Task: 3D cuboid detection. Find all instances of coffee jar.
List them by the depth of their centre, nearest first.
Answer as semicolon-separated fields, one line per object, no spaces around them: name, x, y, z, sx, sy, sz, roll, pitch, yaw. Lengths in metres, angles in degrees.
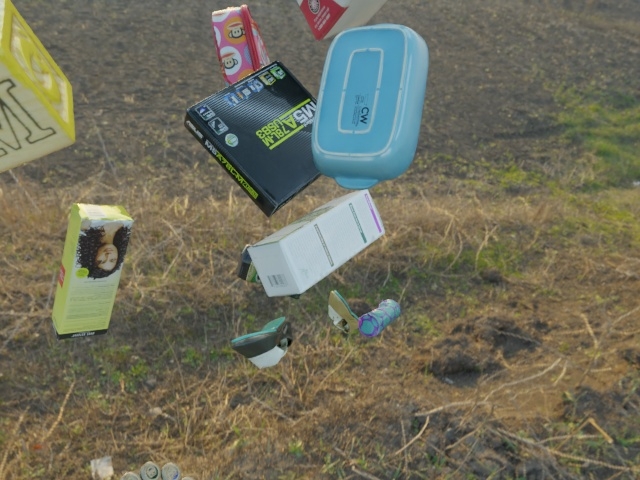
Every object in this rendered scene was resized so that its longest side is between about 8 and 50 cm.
coffee jar;-0.123;0.079;1.328;0.184;0.096;0.079;21;38;-3

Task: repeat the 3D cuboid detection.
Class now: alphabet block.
alphabet block;-0.544;-0.241;0.831;0.197;0.193;0.192;-22;54;-2

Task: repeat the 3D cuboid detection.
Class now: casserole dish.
casserole dish;0.046;-0.146;0.527;0.114;0.037;0.188;6;81;23

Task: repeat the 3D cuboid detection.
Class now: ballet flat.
ballet flat;-0.125;0.256;1.264;0.095;0.096;0.280;-21;-4;17
ballet flat;0.066;0.232;1.589;0.073;0.232;0.080;-41;51;-4

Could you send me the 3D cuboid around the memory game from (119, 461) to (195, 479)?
memory game;-0.252;0.441;0.804;0.186;0.012;0.186;35;31;-25

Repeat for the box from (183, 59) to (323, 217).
box;-0.069;-0.156;0.758;0.184;0.045;0.191;47;58;4

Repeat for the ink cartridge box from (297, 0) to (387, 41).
ink cartridge box;0.012;-0.521;0.819;0.131;0.226;0.306;-31;95;-22

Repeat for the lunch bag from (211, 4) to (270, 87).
lunch bag;-0.197;-0.472;1.335;0.120;0.258;0.293;-14;3;2

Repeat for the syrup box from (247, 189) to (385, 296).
syrup box;0.000;0.000;0.893;0.093;0.096;0.237;-11;15;48

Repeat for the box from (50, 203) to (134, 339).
box;-0.384;0.054;0.856;0.087;0.232;0.058;-1;32;-43

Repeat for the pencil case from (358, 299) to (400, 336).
pencil case;0.165;0.213;1.430;0.070;0.064;0.152;30;25;24
